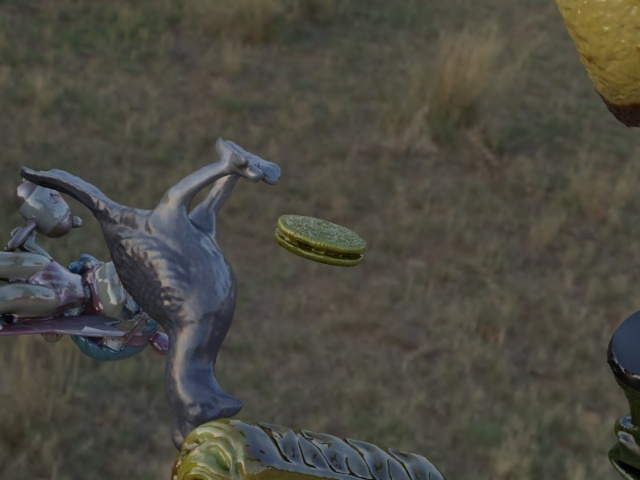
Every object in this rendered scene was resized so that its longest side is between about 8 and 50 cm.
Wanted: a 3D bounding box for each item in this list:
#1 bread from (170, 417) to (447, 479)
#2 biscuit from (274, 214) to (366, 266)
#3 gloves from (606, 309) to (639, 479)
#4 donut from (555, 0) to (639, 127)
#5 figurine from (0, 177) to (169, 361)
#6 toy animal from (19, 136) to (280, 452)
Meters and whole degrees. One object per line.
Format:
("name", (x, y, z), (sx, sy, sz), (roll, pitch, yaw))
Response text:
("bread", (-0.003, 0.199, 1.166), (0.269, 0.098, 0.087), (18, -9, -42))
("biscuit", (0.000, 0.000, 1.335), (0.084, 0.023, 0.084), (16, 13, -4))
("gloves", (0.273, 0.158, 1.050), (0.135, 0.268, 0.107), (-11, 29, 23))
("donut", (0.202, -0.143, 0.958), (0.085, 0.217, 0.141), (-22, 53, 17))
("figurine", (-0.262, 0.037, 1.426), (0.260, 0.103, 0.205), (12, 42, -43))
("toy animal", (-0.120, -0.003, 1.234), (0.081, 0.206, 0.367), (23, 27, -51))
